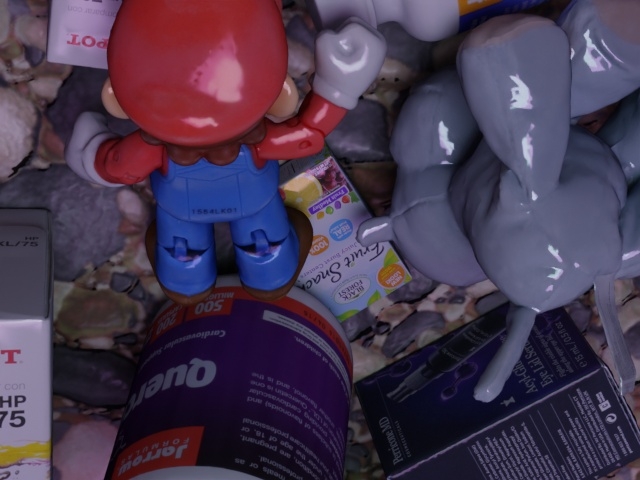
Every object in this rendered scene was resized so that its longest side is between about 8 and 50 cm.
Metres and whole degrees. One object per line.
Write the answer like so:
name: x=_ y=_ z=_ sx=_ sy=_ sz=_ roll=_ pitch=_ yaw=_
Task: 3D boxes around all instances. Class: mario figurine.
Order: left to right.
mario figurine: x=-0.070 y=-0.093 z=0.929 sx=0.198 sy=0.170 sz=0.320 roll=-33 pitch=152 yaw=-21

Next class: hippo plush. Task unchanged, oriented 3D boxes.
hippo plush: x=0.169 y=-0.036 z=0.995 sx=0.234 sy=0.236 sz=0.294 roll=1 pitch=88 yaw=-21

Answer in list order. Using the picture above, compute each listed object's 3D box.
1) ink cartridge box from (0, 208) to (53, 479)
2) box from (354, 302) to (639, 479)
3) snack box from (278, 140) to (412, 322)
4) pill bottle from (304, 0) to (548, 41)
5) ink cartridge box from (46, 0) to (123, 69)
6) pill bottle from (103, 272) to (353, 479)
ink cartridge box: x=-0.308 y=0.132 z=1.015 sx=0.198 sy=0.197 sz=0.270 roll=0 pitch=115 yaw=-11
box: x=0.152 y=0.156 z=1.141 sx=0.207 sy=0.153 sz=0.108 roll=-28 pitch=117 yaw=3
snack box: x=0.000 y=0.000 z=1.100 sx=0.100 sy=0.037 sz=0.141 roll=-31 pitch=117 yaw=7
pill bottle: x=0.114 y=-0.235 z=0.945 sx=0.272 sy=0.152 sz=0.152 roll=-21 pitch=117 yaw=-1
ink cartridge box: x=-0.121 y=-0.221 z=0.947 sx=0.139 sy=0.082 sz=0.190 roll=5 pitch=114 yaw=-14
pill bottle: x=-0.073 y=0.183 z=1.000 sx=0.181 sy=0.323 sz=0.181 roll=3 pitch=126 yaw=4
